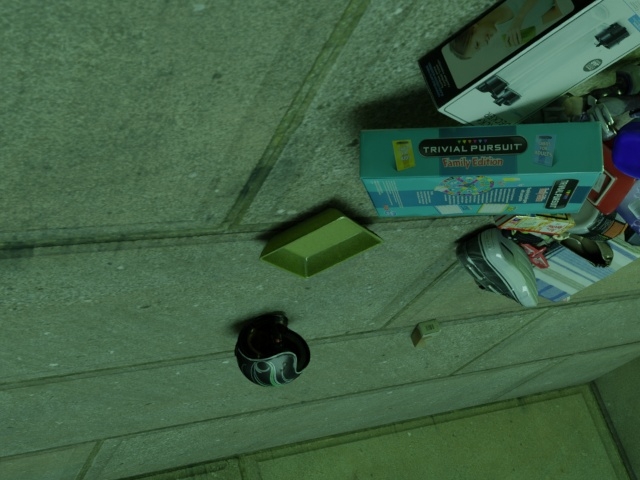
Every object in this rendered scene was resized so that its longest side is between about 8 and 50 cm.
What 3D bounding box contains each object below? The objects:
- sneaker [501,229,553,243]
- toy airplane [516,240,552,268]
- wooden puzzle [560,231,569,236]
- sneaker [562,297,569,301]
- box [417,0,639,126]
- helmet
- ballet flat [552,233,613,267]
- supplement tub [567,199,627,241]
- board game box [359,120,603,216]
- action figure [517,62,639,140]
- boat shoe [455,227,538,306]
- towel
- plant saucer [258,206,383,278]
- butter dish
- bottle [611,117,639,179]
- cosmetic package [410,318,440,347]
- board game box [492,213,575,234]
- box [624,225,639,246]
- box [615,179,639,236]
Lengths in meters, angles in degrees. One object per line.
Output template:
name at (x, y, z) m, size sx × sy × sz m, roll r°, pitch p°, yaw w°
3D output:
sneaker at (0.432, -0.026, 1.713) m, size 0.097 × 0.084 × 0.235 m, roll -28°, pitch 155°, yaw 26°
toy airplane at (0.504, 0.044, 1.980) m, size 0.151 × 0.028 × 0.151 m, roll -6°, pitch 141°, yaw -5°
wooden puzzle at (0.523, -0.047, 1.745) m, size 0.014 × 0.078 × 0.116 m, roll -17°, pitch 169°, yaw 37°
sneaker at (0.686, 0.149, 2.323) m, size 0.070 × 0.051 × 0.134 m, roll -19°, pitch 153°, yaw 8°
box at (0.300, -0.266, 1.086) m, size 0.290 × 0.087 × 0.169 m, roll -32°, pitch 153°, yaw 30°
helmet at (-0.113, 0.269, 1.893) m, size 0.169 × 0.169 × 0.161 m, roll -18°, pitch 141°, yaw 1°
ballet flat at (0.619, 0.009, 1.889) m, size 0.084 × 0.058 × 0.250 m, roll -29°, pitch 137°, yaw 35°
supplement tub at (0.578, -0.061, 1.697) m, size 0.117 × 0.117 × 0.190 m, roll -32°, pitch 153°, yaw 31°
board game box at (0.243, -0.104, 1.242) m, size 0.336 × 0.079 × 0.254 m, roll -1°, pitch 169°, yaw 10°
action figure at (0.420, -0.205, 1.233) m, size 0.285 × 0.185 × 0.099 m, roll -14°, pitch 112°, yaw -11°
boat shoe at (0.418, 0.067, 1.883) m, size 0.119 × 0.121 × 0.335 m, roll -15°, pitch 144°, yaw 28°
towel at (0.645, 0.062, 2.044) m, size 0.209 × 0.034 × 0.285 m, roll 23°, pitch 138°, yaw -28°
plant saucer at (0.000, 0.000, 1.519) m, size 0.188 × 0.045 × 0.188 m, roll -26°, pitch 155°, yaw 20°
butter dish at (0.519, -0.153, 1.453) m, size 0.118 × 0.160 × 0.160 m, roll -36°, pitch 161°, yaw -17°
bottle at (0.607, -0.186, 1.369) m, size 0.283 × 0.118 × 0.092 m, roll -28°, pitch 131°, yaw -40°
cosmetic package at (0.309, 0.275, 2.348) m, size 0.060 × 0.041 × 0.115 m, roll -13°, pitch 156°, yaw -11°
board game box at (0.369, -0.088, 1.454) m, size 0.193 × 0.146 × 0.045 m, roll 5°, pitch 148°, yaw -41°
box at (0.868, -0.049, 1.922) m, size 0.183 × 0.059 × 0.232 m, roll 10°, pitch 153°, yaw -2°
box at (0.712, -0.128, 1.573) m, size 0.261 × 0.103 × 0.184 m, roll -33°, pitch 126°, yaw 32°
